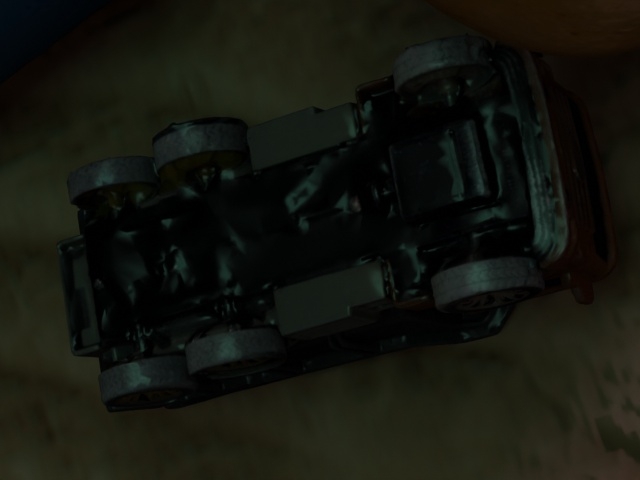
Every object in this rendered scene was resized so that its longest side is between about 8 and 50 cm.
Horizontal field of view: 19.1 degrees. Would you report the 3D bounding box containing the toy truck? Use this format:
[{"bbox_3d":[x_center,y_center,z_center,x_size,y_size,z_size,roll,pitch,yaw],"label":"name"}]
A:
[{"bbox_3d":[0.000,0.000,0.623,0.192,0.092,0.083,-17,75,26],"label":"toy truck"}]

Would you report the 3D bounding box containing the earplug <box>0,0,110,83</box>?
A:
[{"bbox_3d":[-0.187,-0.075,0.687,0.273,0.132,0.132,-38,71,15],"label":"earplug"}]

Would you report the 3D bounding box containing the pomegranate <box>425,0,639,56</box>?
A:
[{"bbox_3d":[0.090,-0.197,0.522,0.307,0.307,0.307,-3,80,20],"label":"pomegranate"}]
